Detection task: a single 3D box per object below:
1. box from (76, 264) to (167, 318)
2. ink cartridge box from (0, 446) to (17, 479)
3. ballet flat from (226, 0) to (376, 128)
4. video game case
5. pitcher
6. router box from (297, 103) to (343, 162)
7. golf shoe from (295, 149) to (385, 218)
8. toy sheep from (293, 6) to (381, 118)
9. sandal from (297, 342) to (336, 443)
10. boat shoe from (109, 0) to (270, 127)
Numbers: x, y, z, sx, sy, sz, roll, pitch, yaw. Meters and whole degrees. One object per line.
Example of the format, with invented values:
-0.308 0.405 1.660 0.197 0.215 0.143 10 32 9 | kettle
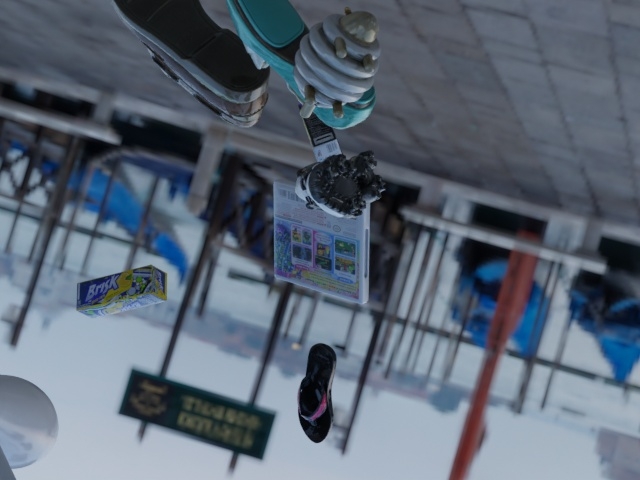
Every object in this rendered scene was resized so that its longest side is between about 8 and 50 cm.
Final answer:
-0.366 0.095 2.387 0.169 0.059 0.054 -13 154 23 | box
-0.429 0.219 1.301 0.121 0.211 0.289 -23 172 -34 | ink cartridge box
-0.040 -0.226 1.604 0.247 0.083 0.087 44 139 7 | ballet flat
0.000 0.000 1.749 0.157 0.143 0.019 15 -155 36 | video game case
-0.458 0.218 1.796 0.125 0.178 0.207 -26 149 10 | pitcher
0.018 -0.137 2.232 0.046 0.133 0.179 -20 130 1 | router box
0.008 -0.058 1.515 0.094 0.077 0.198 -14 180 19 | golf shoe
0.014 -0.170 1.267 0.091 0.132 0.091 29 -149 -19 | toy sheep
-0.012 0.252 2.113 0.067 0.179 0.040 19 -153 27 | sandal
-0.192 -0.267 1.752 0.307 0.110 0.104 48 155 20 | boat shoe
